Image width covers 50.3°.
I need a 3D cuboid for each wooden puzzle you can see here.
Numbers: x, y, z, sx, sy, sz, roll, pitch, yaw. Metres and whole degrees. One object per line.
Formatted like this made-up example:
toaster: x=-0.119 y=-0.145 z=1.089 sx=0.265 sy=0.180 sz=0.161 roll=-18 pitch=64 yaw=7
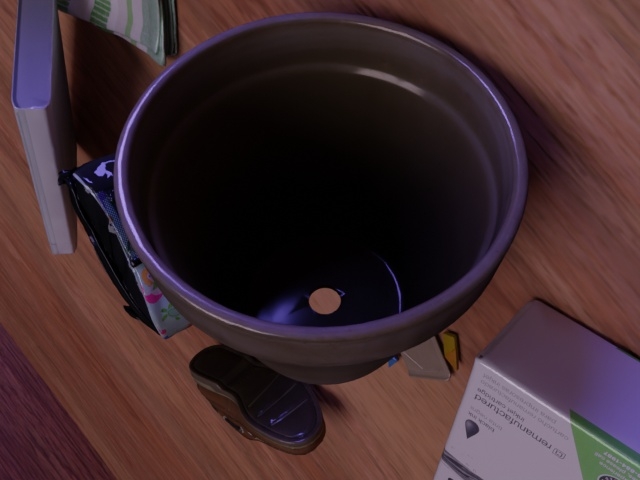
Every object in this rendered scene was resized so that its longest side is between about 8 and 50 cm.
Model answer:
wooden puzzle: x=0.123 y=0.134 z=0.823 sx=0.116 sy=0.014 sz=0.078 roll=3 pitch=115 yaw=46

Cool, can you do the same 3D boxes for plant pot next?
plant pot: x=0.000 y=0.000 z=0.647 sx=0.323 sy=0.323 sz=0.280 roll=38 pitch=156 yaw=21

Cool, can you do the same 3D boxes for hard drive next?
hard drive: x=-0.396 y=-0.166 z=1.002 sx=0.353 sy=0.047 sz=0.233 roll=113 pitch=150 yaw=-57

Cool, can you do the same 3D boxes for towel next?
towel: x=-0.305 y=-0.387 z=0.871 sx=0.325 sy=0.038 sz=0.248 roll=32 pitch=137 yaw=28

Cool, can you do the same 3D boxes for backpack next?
backpack: x=-0.217 y=-0.002 z=0.925 sx=0.225 sy=0.191 sz=0.253 roll=11 pitch=121 yaw=70

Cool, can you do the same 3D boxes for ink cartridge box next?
ink cartridge box: x=0.235 y=0.227 z=0.684 sx=0.198 sy=0.115 sz=0.273 roll=32 pitch=138 yaw=27

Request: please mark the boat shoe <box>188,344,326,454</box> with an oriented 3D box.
boat shoe: x=-0.092 y=0.265 z=1.093 sx=0.307 sy=0.110 sz=0.104 roll=23 pitch=138 yaw=48
